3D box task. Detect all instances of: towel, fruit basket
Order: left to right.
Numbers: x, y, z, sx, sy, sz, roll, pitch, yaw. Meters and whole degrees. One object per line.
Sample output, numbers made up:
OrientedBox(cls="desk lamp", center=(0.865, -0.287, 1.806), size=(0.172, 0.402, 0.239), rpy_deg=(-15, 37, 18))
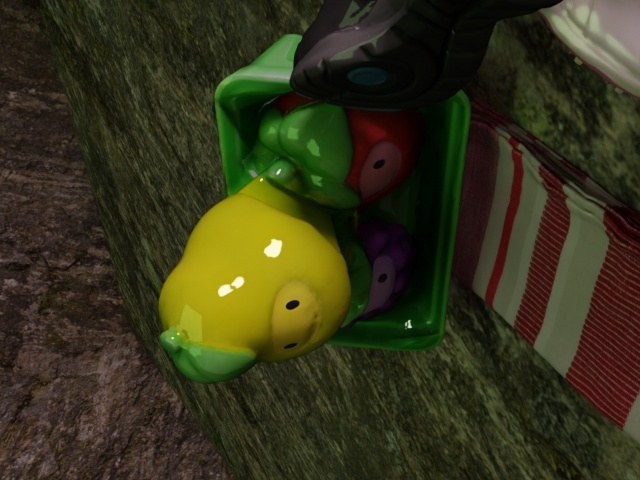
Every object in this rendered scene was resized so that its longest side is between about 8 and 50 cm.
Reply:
OrientedBox(cls="fruit basket", center=(0.000, 0.000, 0.907), size=(0.392, 0.283, 0.392), rpy_deg=(4, -90, -84))
OrientedBox(cls="towel", center=(0.234, 0.034, 0.869), size=(0.329, 0.037, 0.237), rpy_deg=(47, 150, 39))

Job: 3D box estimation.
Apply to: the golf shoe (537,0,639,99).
OrientedBox(cls="golf shoe", center=(0.200, -0.235, 0.608), size=(0.306, 0.115, 0.140), rpy_deg=(60, 153, 13))

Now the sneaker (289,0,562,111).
OrientedBox(cls="sneaker", center=(0.079, -0.198, 0.652), size=(0.341, 0.125, 0.140), rpy_deg=(-26, 61, 60))
